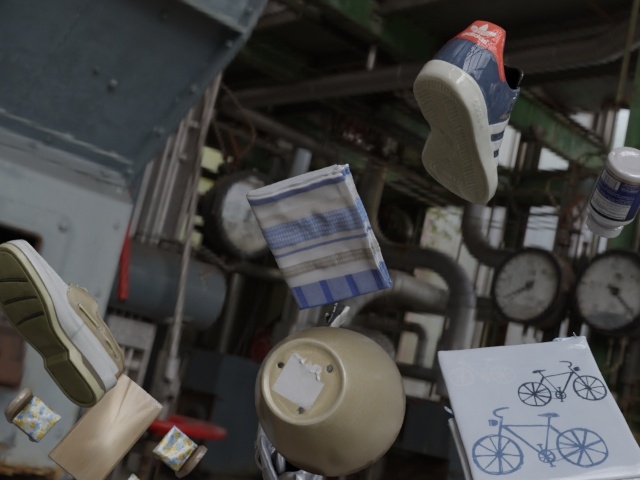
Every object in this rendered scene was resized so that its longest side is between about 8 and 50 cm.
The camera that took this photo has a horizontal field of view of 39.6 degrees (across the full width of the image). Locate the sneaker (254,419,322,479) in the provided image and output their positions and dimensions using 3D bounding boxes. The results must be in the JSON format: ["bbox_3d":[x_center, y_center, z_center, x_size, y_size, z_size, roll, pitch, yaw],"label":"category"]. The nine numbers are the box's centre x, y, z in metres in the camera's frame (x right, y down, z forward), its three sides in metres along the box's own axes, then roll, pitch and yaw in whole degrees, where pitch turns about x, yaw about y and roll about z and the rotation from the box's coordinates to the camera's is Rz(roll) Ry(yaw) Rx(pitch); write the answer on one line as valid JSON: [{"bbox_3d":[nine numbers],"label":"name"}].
[{"bbox_3d":[-0.065,0.440,1.867,0.138,0.210,0.365,-5,37,-8],"label":"sneaker"}]

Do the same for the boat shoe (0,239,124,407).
[{"bbox_3d":[-0.422,0.121,1.434,0.113,0.103,0.302,-9,-65,33],"label":"boat shoe"}]

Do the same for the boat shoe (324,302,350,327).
[{"bbox_3d":[0.028,0.165,1.896,0.038,0.046,0.125,22,24,11],"label":"boat shoe"}]

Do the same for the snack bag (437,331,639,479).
[{"bbox_3d":[0.390,0.317,1.642,0.323,0.342,0.037,-5,-49,-6],"label":"snack bag"}]

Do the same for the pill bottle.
[{"bbox_3d":[0.569,-0.087,1.700,0.094,0.094,0.169,12,-45,4],"label":"pill bottle"}]

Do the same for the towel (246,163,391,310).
[{"bbox_3d":[0.000,0.000,1.700,0.209,0.034,0.284,-15,-63,16],"label":"towel"}]

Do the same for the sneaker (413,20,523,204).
[{"bbox_3d":[0.230,-0.179,1.292,0.131,0.148,0.350,31,-15,20],"label":"sneaker"}]

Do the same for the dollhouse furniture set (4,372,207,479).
[{"bbox_3d":[-0.476,0.441,1.748,0.362,0.394,0.256,40,-25,-1],"label":"dollhouse furniture set"}]

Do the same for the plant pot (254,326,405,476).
[{"bbox_3d":[-0.004,0.243,1.417,0.257,0.256,0.274,11,-13,13],"label":"plant pot"}]
